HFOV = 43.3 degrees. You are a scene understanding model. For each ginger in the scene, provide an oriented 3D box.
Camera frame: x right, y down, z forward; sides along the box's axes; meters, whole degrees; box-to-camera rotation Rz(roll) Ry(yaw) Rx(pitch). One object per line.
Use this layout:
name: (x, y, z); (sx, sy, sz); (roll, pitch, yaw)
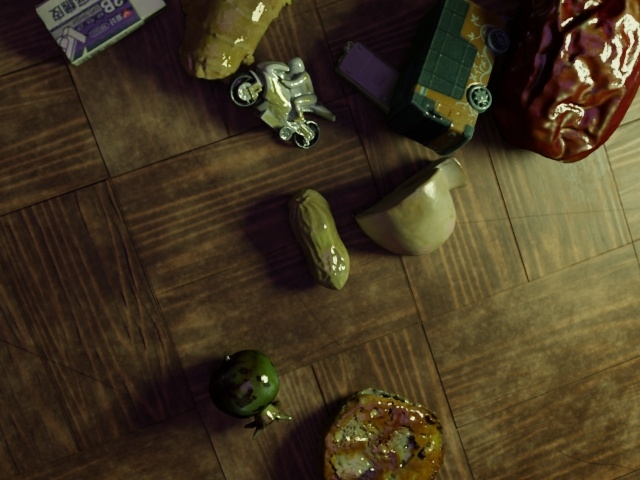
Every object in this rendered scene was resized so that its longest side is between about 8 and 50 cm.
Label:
ginger: (-0.143, -0.456, 1.533); (0.190, 0.126, 0.354); (44, 86, 0)

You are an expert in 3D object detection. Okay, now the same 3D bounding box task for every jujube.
jujube: (0.485, -0.346, 1.564); (0.276, 0.276, 0.377); (15, 111, -9)

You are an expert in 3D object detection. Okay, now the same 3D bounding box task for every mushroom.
mushroom: (0.213, -0.047, 1.598); (0.236, 0.173, 0.162); (-36, 102, -3)

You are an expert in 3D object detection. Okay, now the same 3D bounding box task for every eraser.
eraser: (-0.412, -0.436, 1.520); (0.210, 0.068, 0.124); (-33, 97, -4)

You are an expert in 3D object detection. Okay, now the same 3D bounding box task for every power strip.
power strip: (0.145, -0.297, 1.623); (0.272, 0.052, 0.078); (36, 90, -11)

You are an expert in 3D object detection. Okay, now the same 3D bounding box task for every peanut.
peanut: (0.000, 0.000, 1.610); (0.090, 0.098, 0.214); (-26, 101, -15)

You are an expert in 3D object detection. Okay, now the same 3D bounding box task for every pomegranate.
pomegranate: (-0.146, 0.300, 1.610); (0.148, 0.148, 0.169); (-17, 124, -6)

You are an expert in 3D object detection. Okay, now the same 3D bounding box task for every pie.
pie: (0.118, 0.445, 1.678); (0.308, 0.085, 0.308); (-1, 93, -12)

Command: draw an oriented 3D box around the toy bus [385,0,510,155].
toy bus: (0.244, -0.319, 1.553); (0.167, 0.138, 0.275); (23, 74, -13)

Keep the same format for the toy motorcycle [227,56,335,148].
toy motorcycle: (-0.066, -0.279, 1.566); (0.228, 0.074, 0.151); (31, 93, -30)
